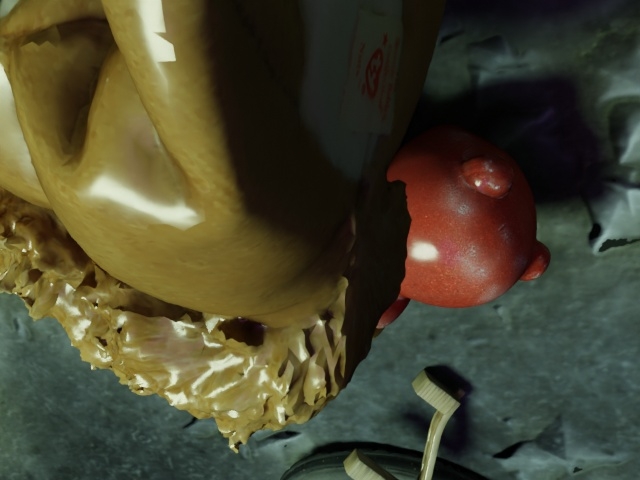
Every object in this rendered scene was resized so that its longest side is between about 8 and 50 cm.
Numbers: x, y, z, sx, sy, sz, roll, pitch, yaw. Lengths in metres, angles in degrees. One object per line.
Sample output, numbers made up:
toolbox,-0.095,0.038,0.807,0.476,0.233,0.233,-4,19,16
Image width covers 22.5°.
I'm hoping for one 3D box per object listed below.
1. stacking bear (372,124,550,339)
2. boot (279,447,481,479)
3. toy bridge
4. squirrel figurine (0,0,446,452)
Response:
stacking bear,0.000,0.000,1.043,0.289,0.164,0.175,-10,128,24
boot,0.103,0.300,1.237,0.338,0.223,0.118,14,137,8
toy bridge,0.046,0.183,1.219,0.063,0.026,0.188,38,99,-16
squirrel figurine,-0.143,-0.081,0.810,0.370,0.281,0.397,11,133,21
